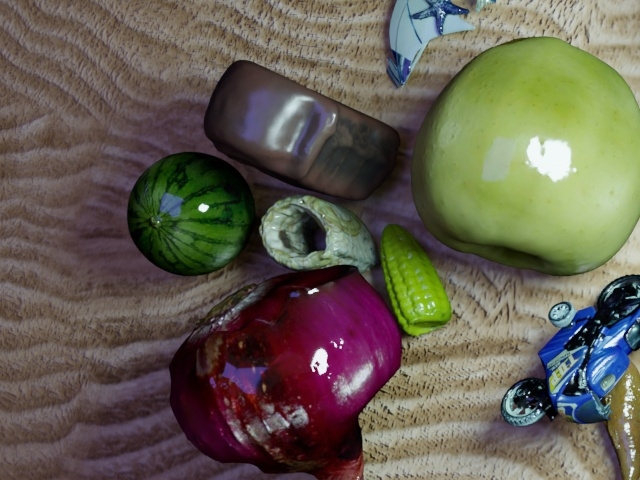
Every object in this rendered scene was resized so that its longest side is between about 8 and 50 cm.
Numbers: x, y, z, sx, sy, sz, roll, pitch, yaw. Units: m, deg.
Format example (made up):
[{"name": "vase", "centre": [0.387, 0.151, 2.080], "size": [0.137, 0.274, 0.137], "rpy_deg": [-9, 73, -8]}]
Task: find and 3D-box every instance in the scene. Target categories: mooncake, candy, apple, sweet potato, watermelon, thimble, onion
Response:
[{"name": "mooncake", "centre": [-0.031, -0.179, 1.877], "size": [0.334, 0.326, 0.174], "rpy_deg": [26, 95, 2]}, {"name": "candy", "centre": [0.151, 0.060, 1.834], "size": [0.097, 0.097, 0.209], "rpy_deg": [-34, 57, 25]}, {"name": "apple", "centre": [0.315, -0.120, 1.605], "size": [0.357, 0.357, 0.357], "rpy_deg": [-8, 76, 34]}, {"name": "sweet potato", "centre": [0.449, 0.272, 1.593], "size": [0.068, 0.060, 0.205], "rpy_deg": [-10, 65, 24]}, {"name": "watermelon", "centre": [-0.243, -0.049, 2.036], "size": [0.242, 0.242, 0.242], "rpy_deg": [-8, 76, 34]}, {"name": "thimble", "centre": [0.000, 0.000, 1.915], "size": [0.190, 0.143, 0.137], "rpy_deg": [30, 97, 35]}, {"name": "onion", "centre": [-0.027, 0.267, 1.782], "size": [0.398, 0.398, 0.420], "rpy_deg": [-23, 95, 30]}]

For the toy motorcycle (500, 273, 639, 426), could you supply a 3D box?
[{"name": "toy motorcycle", "centre": [0.403, 0.169, 1.576], "size": [0.315, 0.113, 0.169], "rpy_deg": [-45, 30, -8]}]

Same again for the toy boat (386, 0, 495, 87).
[{"name": "toy boat", "centre": [0.214, -0.408, 1.902], "size": [0.210, 0.070, 0.291], "rpy_deg": [12, 91, 41]}]
